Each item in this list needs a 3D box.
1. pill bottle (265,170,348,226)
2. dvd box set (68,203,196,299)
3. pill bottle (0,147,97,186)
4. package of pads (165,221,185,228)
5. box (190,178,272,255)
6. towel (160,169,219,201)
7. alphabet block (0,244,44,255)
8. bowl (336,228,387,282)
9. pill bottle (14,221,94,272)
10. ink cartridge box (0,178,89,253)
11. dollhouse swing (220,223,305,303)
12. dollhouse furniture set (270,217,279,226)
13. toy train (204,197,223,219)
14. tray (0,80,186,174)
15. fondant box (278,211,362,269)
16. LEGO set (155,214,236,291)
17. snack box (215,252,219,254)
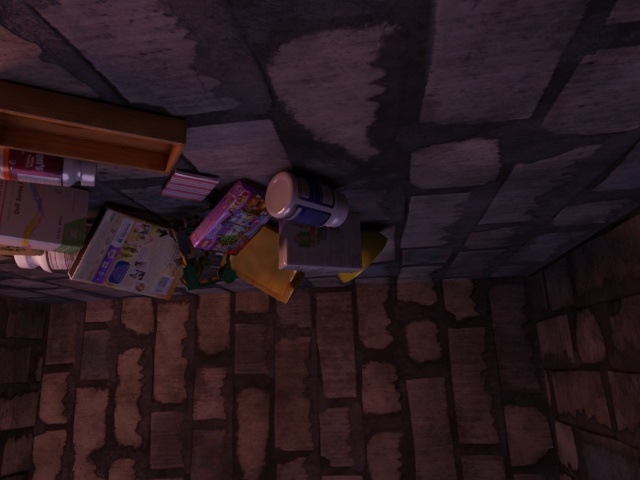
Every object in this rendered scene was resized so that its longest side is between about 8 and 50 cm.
[{"bbox_3d":[-0.039,-0.127,1.541,0.264,0.153,0.153,13,159,-42],"label":"pill bottle"},{"bbox_3d":[-0.726,0.059,1.844,0.420,0.308,0.062,22,-171,-47],"label":"dvd box set"},{"bbox_3d":[-0.712,-0.207,1.216,0.221,0.121,0.121,5,163,-25],"label":"pill bottle"},{"bbox_3d":[-0.615,-0.056,1.955,0.083,0.032,0.050,7,158,-32],"label":"package of pads"},{"bbox_3d":[-0.294,-0.071,1.636,0.293,0.057,0.200,-45,146,21],"label":"box"},{"bbox_3d":[-0.436,-0.182,1.533,0.144,0.029,0.197,8,160,-31],"label":"towel"},{"bbox_3d":[-1.070,-0.060,1.585,0.193,0.193,0.197,1,164,-17],"label":"alphabet block"},{"bbox_3d":[0.150,0.038,2.111,0.156,0.289,0.289,45,154,-5],"label":"bowl"},{"bbox_3d":[-1.006,0.027,1.872,0.362,0.211,0.210,1,165,-10],"label":"pill bottle"},{"bbox_3d":[-0.939,-0.090,1.451,0.119,0.207,0.353,-14,161,42],"label":"ink cartridge box"},{"bbox_3d":[-0.218,0.055,2.091,0.346,0.305,0.315,29,-163,3],"label":"dollhouse swing"},{"bbox_3d":[-0.141,-0.082,1.944,0.151,0.059,0.076,30,158,-29],"label":"dollhouse furniture set"},{"bbox_3d":[-0.352,-0.091,1.724,0.080,0.105,0.184,-12,162,34],"label":"toy train"},{"bbox_3d":[-0.557,-0.263,1.125,0.410,0.076,0.202,7,163,-28],"label":"tray"},{"bbox_3d":[0.000,0.000,1.854,0.330,0.239,0.096,5,165,-25],"label":"fondant box"},{"bbox_3d":[-0.489,0.042,1.867,0.254,0.332,0.192,-25,-159,-23],"label":"LEGO set"},{"bbox_3d":[-0.457,0.054,2.372,0.141,0.037,0.100,7,164,-30],"label":"snack box"}]
